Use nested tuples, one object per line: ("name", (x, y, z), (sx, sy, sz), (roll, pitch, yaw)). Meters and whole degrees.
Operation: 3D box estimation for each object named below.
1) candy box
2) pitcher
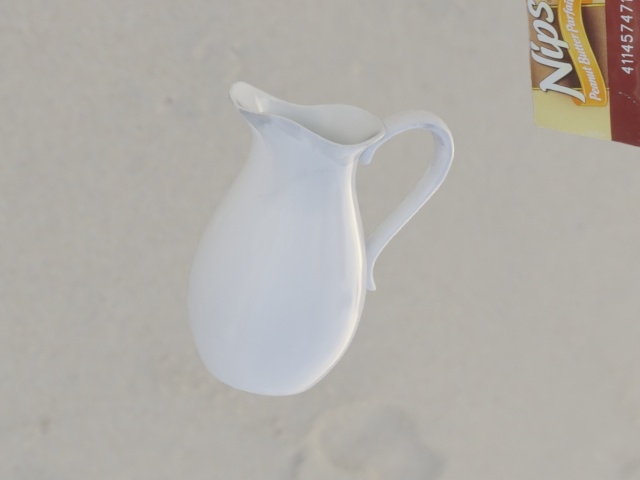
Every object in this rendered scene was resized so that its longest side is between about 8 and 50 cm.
("candy box", (0.233, -0.205, 1.153), (0.316, 0.087, 0.183), (-38, 132, -43))
("pitcher", (0.000, 0.000, 1.362), (0.177, 0.125, 0.207), (2, 113, -24))
